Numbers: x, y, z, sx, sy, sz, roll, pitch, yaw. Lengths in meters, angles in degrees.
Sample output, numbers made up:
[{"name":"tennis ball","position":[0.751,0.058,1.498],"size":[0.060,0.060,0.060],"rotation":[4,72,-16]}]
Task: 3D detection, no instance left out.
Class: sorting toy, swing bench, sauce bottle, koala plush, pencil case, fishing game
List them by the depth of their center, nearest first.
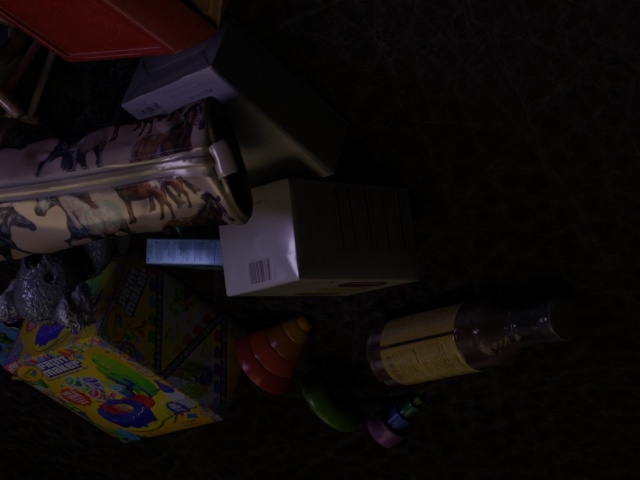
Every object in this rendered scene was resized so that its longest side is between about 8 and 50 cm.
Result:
[{"name":"pencil case","position":[-0.282,-0.068,1.758],"size":[0.410,0.183,0.159],"rotation":[-9,99,11]},{"name":"swing bench","position":[-0.496,-0.221,1.889],"size":[0.255,0.165,0.253],"rotation":[29,148,-8]},{"name":"sauce bottle","position":[0.225,0.147,2.146],"size":[0.344,0.111,0.111],"rotation":[-14,136,44]},{"name":"koala plush","position":[-0.396,0.037,2.174],"size":[0.196,0.221,0.203],"rotation":[4,150,18]},{"name":"sorting toy","position":[0.033,0.228,2.414],"size":[0.366,0.127,0.126],"rotation":[32,117,-27]},{"name":"fishing game","position":[-0.592,0.213,2.732],"size":[0.189,0.041,0.264],"rotation":[6,147,14]}]

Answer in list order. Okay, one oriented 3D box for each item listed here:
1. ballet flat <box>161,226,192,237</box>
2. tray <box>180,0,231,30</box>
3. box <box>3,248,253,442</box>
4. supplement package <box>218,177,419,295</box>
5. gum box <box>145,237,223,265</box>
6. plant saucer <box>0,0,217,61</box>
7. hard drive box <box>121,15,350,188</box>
[{"name":"ballet flat","position":[-0.233,-0.093,2.023],"size":[0.096,0.095,0.280],"rotation":[24,150,11]},{"name":"tray","position":[-0.294,-0.381,1.615],"size":[0.411,0.076,0.203],"rotation":[16,149,1]},{"name":"box","position":[-0.325,0.186,2.425],"size":[0.279,0.177,0.290],"rotation":[38,143,-28]},{"name":"supplement package","position":[0.000,0.000,1.906],"size":[0.139,0.133,0.244],"rotation":[-14,169,42]},{"name":"gum box","position":[-0.141,0.022,2.132],"size":[0.184,0.041,0.157],"rotation":[1,176,27]},{"name":"plant saucer","position":[-0.296,-0.280,1.665],"size":[0.258,0.047,0.259],"rotation":[3,159,42]},{"name":"hard drive box","position":[-0.109,-0.162,1.849],"size":[0.181,0.089,0.232],"rotation":[-15,136,42]}]
